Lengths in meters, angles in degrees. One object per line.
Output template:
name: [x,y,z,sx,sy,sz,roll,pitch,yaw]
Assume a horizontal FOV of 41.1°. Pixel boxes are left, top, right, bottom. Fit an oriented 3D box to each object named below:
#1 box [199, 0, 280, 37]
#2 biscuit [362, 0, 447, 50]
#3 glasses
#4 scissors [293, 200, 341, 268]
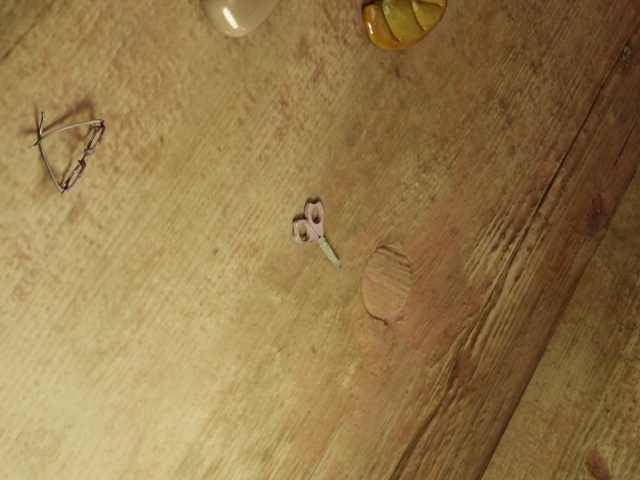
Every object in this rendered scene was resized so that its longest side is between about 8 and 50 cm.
box: [-0.135,-0.465,1.546,0.200,0.088,0.146,-56,140,-18]
biscuit: [0.201,-0.521,1.970,0.299,0.045,0.154,-39,133,-34]
glasses: [-0.421,-0.156,1.376,0.103,0.062,0.140,30,80,-29]
scissors: [0.000,0.000,1.956,0.110,0.021,0.212,-58,140,-22]
